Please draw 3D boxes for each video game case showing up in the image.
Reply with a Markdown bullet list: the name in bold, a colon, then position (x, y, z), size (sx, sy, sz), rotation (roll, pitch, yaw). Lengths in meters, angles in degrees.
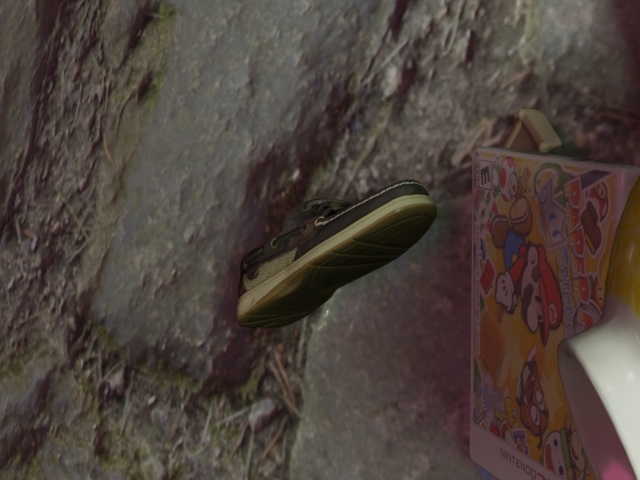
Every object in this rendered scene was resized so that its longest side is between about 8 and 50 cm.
- **video game case**: position (0.145, 0.059, 0.843), size (0.206, 0.026, 0.226), rotation (-157, 66, -71)

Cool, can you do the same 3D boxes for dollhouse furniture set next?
- **dollhouse furniture set**: position (0.169, -0.026, 0.936), size (0.076, 0.059, 0.151), rotation (-63, 24, 26)

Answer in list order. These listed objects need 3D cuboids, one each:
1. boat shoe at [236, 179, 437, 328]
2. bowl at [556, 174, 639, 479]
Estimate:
- **boat shoe**: position (0.000, 0.000, 1.072), size (0.223, 0.080, 0.073), rotation (-37, 61, 42)
- **bowl**: position (0.193, 0.067, 0.553), size (0.156, 0.289, 0.289), rotation (-21, 59, -1)
